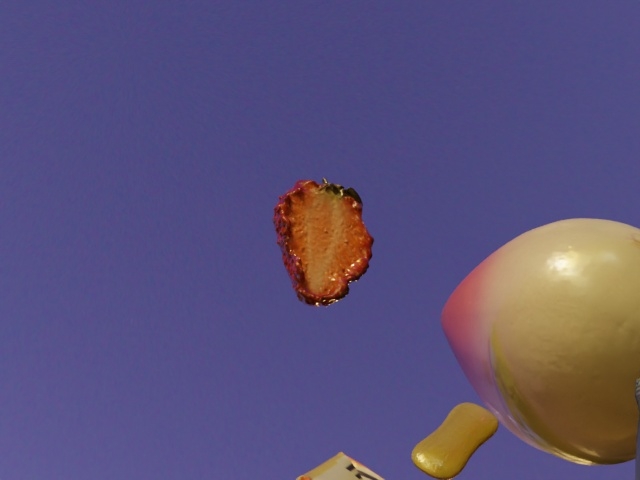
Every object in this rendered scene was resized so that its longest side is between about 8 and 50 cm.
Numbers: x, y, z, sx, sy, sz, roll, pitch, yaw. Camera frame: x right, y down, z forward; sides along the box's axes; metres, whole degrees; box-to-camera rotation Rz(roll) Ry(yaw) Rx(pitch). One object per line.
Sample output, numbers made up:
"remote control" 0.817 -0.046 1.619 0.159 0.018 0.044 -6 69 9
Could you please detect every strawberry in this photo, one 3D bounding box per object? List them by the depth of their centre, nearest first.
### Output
"strawberry" -0.002 0.002 0.794 0.103 0.152 0.048 24 -40 -14

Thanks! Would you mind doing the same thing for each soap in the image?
"soap" 0.090 0.131 0.556 0.034 0.089 0.012 25 -60 26

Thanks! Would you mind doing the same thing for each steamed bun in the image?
"steamed bun" 0.289 0.116 1.035 0.309 0.309 0.310 -3 -76 -12

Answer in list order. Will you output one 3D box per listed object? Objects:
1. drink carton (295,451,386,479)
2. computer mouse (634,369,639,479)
"drink carton" -0.024 0.330 0.535 0.154 0.111 0.351 30 -88 17
"computer mouse" 0.297 0.192 0.543 0.121 0.371 0.188 0 -66 -1
